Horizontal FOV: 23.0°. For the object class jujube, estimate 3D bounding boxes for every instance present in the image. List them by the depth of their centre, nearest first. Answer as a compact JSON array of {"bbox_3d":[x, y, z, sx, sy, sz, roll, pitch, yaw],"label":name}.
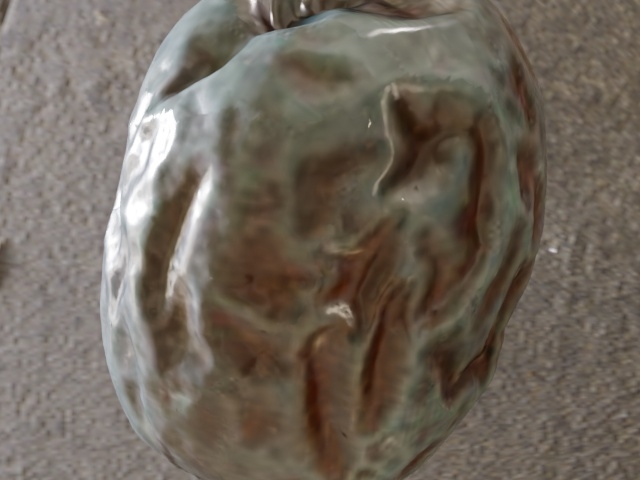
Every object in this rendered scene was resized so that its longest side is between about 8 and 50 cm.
[{"bbox_3d":[0.003,0.005,0.874,0.215,0.246,0.308,34,133,42],"label":"jujube"}]
